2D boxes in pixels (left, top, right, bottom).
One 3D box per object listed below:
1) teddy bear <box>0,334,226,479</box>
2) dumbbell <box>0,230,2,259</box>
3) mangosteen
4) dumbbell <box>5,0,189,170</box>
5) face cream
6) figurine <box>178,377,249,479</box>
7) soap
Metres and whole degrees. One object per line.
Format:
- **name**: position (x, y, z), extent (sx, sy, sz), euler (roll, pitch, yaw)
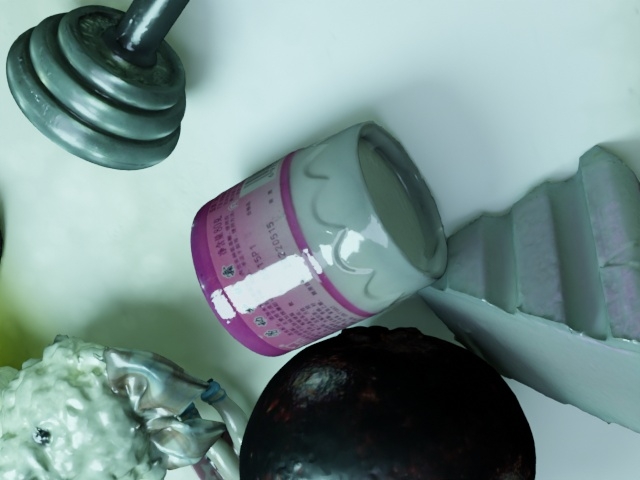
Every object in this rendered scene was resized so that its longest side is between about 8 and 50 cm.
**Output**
- **teddy bear**: position (-0.350, 0.255, 1.063), extent (0.362, 0.375, 0.327), euler (7, 127, 45)
- **dumbbell**: position (-0.478, 0.010, 1.079), extent (0.218, 0.152, 0.153), euler (18, 122, 2)
- **mangosteen**: position (0.065, 0.237, 0.989), extent (0.296, 0.297, 0.314), euler (5, 121, 10)
- **dumbbell**: position (-0.126, -0.224, 0.853), extent (0.179, 0.179, 0.406), euler (36, 121, -9)
- **face cream**: position (0.000, 0.000, 0.955), extent (0.195, 0.175, 0.175), euler (-27, 111, 26)
- **figurine**: position (-0.059, 0.263, 1.178), extent (0.205, 0.103, 0.260), euler (-39, 107, -10)
- **soap**: position (0.208, 0.094, 0.901), extent (0.257, 0.302, 0.159), euler (-27, 118, 24)
